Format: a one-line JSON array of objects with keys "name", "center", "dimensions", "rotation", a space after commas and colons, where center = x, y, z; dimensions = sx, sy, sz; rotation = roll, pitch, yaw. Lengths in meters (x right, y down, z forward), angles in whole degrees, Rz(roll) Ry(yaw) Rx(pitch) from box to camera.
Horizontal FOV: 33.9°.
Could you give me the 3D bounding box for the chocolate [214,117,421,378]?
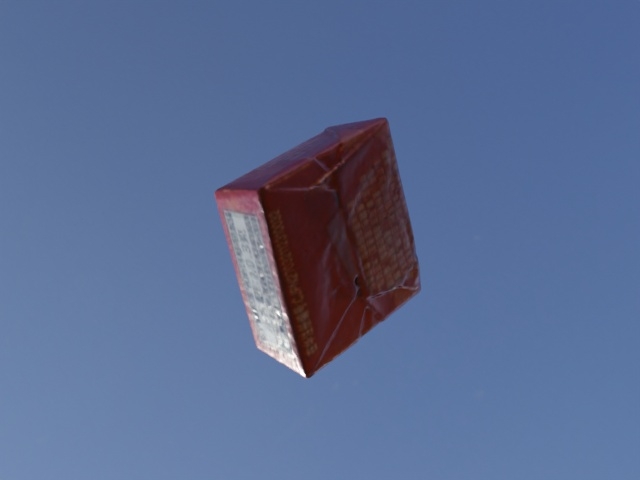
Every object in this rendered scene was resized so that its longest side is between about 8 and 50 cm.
[{"name": "chocolate", "center": [0.000, 0.000, 1.232], "dimensions": [0.234, 0.108, 0.238], "rotation": [-35, -59, -41]}]
